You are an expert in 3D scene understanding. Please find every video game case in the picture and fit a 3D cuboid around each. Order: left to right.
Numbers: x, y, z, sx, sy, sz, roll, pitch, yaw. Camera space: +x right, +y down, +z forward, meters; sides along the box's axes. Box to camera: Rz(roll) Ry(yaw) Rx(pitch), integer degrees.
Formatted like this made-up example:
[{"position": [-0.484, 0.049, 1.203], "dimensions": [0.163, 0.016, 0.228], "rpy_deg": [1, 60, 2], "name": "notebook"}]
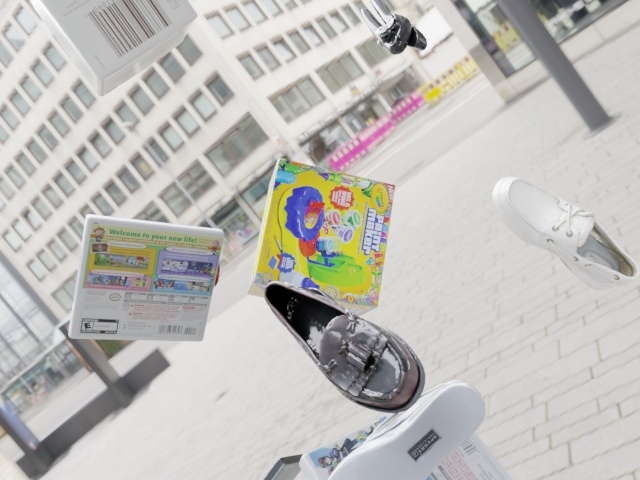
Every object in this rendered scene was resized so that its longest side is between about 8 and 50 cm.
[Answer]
[{"position": [-0.270, 0.065, 0.997], "dimensions": [0.023, 0.212, 0.193], "rpy_deg": [35, 115, 59], "name": "video game case"}, {"position": [0.175, 0.412, 0.968], "dimensions": [0.299, 0.329, 0.036], "rpy_deg": [-15, -39, -33], "name": "video game case"}]

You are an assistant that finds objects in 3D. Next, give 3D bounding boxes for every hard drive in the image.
[{"position": [-0.090, 0.481, 1.251], "dimensions": [0.135, 0.022, 0.094], "rpy_deg": [-55, -31, 7], "name": "hard drive"}]

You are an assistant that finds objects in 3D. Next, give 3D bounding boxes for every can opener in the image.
[{"position": [0.106, -0.352, 1.041], "dimensions": [0.059, 0.073, 0.186], "rpy_deg": [-49, 39, 16], "name": "can opener"}]

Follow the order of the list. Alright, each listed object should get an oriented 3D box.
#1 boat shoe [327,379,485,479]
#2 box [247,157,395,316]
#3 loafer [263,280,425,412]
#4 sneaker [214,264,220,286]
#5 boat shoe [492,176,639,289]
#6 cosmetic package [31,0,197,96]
[{"position": [0.114, 0.286, 0.870], "dimensions": [0.258, 0.095, 0.084], "rpy_deg": [-34, -2, 0], "name": "boat shoe"}, {"position": [0.000, 0.000, 1.469], "dimensions": [0.177, 0.279, 0.290], "rpy_deg": [129, 152, -72], "name": "box"}, {"position": [0.014, 0.135, 0.867], "dimensions": [0.109, 0.095, 0.302], "rpy_deg": [-59, 36, -1], "name": "loafer"}, {"position": [-0.294, 0.034, 1.205], "dimensions": [0.128, 0.221, 0.087], "rpy_deg": [-4, 64, 25], "name": "sneaker"}, {"position": [0.412, -0.020, 1.047], "dimensions": [0.098, 0.277, 0.096], "rpy_deg": [-59, 9, -15], "name": "boat shoe"}, {"position": [-0.276, -0.302, 0.838], "dimensions": [0.151, 0.151, 0.183], "rpy_deg": [-38, 17, -12], "name": "cosmetic package"}]
